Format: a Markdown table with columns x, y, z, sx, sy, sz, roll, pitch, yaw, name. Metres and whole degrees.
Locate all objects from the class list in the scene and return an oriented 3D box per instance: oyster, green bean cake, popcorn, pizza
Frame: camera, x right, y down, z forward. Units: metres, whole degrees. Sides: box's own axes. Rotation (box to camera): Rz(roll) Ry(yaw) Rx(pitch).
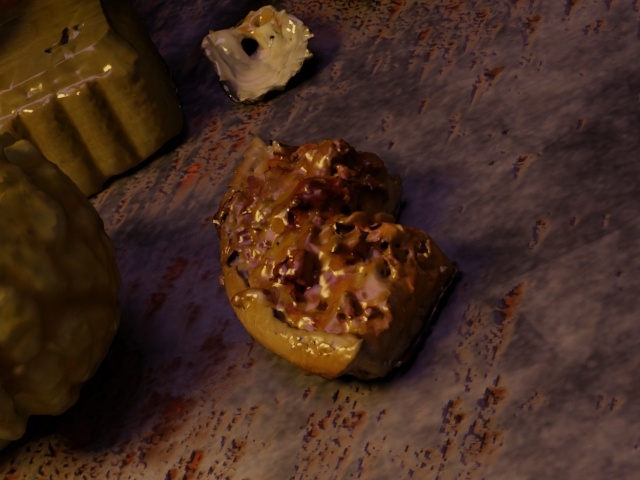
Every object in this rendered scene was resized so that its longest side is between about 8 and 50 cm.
| x | y | z | sx | sy | sz | roll | pitch | yaw | name |
| --- | --- | --- | --- | --- | --- | --- | --- | --- | --- |
| -0.063 | -0.172 | 1.739 | 0.146 | 0.045 | 0.121 | 5 | 40 | 33 | oyster |
| -0.260 | -0.133 | 1.763 | 0.233 | 0.124 | 0.236 | -28 | 31 | 2 | green bean cake |
| -0.278 | 0.039 | 1.408 | 0.282 | 0.247 | 0.282 | -15 | 48 | 17 | popcorn |
| 0.000 | 0.000 | 1.389 | 0.161 | 0.085 | 0.305 | -27 | 32 | 0 | pizza |

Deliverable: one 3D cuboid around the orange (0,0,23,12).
| x | y | z | sx | sy | sz | roll | pitch | yaw | name |
| --- | --- | --- | --- | --- | --- | --- | --- | --- | --- |
| -0.328 | -0.260 | 1.919 | 0.249 | 0.249 | 0.183 | -27 | 54 | 2 | orange |
